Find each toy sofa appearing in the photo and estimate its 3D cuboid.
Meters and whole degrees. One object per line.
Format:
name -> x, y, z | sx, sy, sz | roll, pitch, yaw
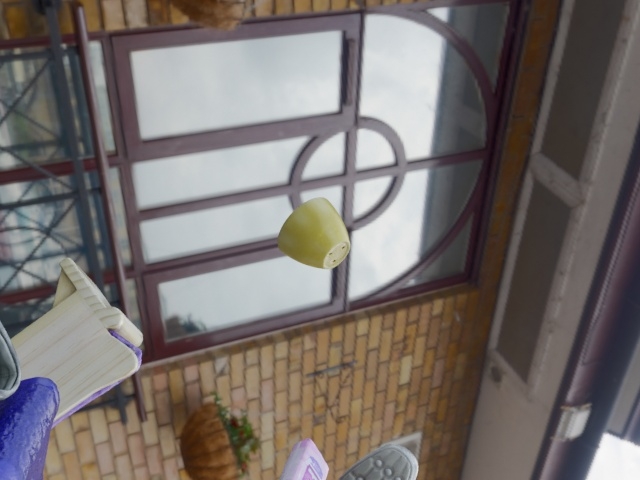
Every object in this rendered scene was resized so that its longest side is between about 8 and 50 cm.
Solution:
toy sofa -> -0.401, 0.206, 0.916 | 0.177, 0.362, 0.150 | 49, -15, 12

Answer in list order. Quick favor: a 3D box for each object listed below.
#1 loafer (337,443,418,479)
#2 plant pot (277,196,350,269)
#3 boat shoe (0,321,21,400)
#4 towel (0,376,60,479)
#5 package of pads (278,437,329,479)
loafer -> 0.056, 0.454, 1.162 | 0.112, 0.111, 0.319 | 41, -74, 21
plant pot -> 0.000, 0.000, 1.352 | 0.095, 0.134, 0.134 | 43, -36, 28
boat shoe -> -0.356, 0.003, 0.592 | 0.121, 0.119, 0.335 | -79, 151, -58
towel -> -0.315, 0.292, 0.615 | 0.308, 0.076, 0.228 | -92, -162, -60
package of pads -> -0.020, 0.275, 0.826 | 0.050, 0.032, 0.083 | 58, 25, -13
